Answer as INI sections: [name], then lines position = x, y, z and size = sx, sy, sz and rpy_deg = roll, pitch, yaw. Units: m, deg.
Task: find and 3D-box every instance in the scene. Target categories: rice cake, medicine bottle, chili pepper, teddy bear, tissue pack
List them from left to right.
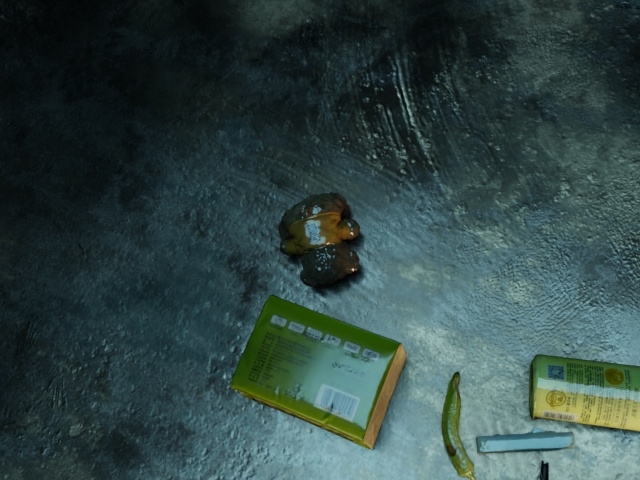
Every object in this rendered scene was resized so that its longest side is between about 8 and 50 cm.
[teddy bear]
position = 0.000, 0.000, 1.496
size = 0.177, 0.140, 0.190
rpy_deg = -21, 77, 1
[tissue pack]
position = 0.001, 0.252, 1.385
size = 0.275, 0.167, 0.200
rpy_deg = 18, 74, 18
[chili pepper]
position = 0.255, 0.354, 1.364
size = 0.049, 0.043, 0.208
rpy_deg = -15, 68, 20
[rice cake]
position = 0.381, 0.372, 1.335
size = 0.180, 0.030, 0.042
rpy_deg = -6, 67, 9
[medicine bottle]
position = 0.502, 0.276, 1.298
size = 0.239, 0.124, 0.124
rpy_deg = 4, 72, 12

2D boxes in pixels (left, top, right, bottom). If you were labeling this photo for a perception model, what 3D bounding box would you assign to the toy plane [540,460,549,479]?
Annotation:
[toy plane]
position = 0.438, 0.579, 1.220
size = 0.155, 0.106, 0.381
rpy_deg = 1, 72, 19
